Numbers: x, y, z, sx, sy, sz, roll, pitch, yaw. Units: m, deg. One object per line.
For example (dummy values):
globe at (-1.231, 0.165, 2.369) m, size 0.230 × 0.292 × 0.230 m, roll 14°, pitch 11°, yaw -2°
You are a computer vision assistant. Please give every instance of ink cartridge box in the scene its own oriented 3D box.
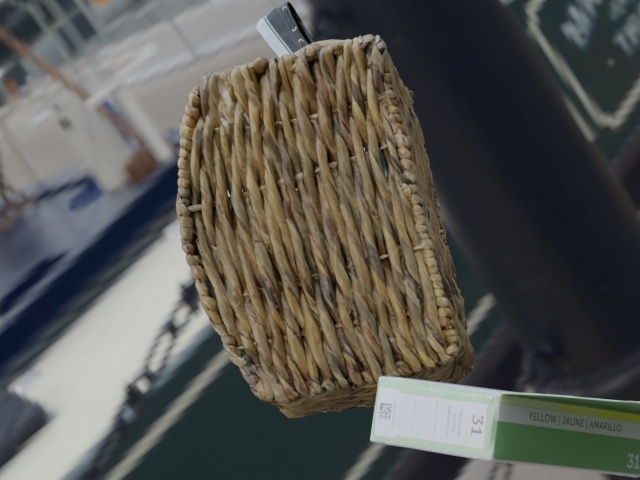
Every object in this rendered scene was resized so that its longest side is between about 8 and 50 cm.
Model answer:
ink cartridge box at (0.176, 0.134, 1.206) m, size 0.235 × 0.171 × 0.056 m, roll 4°, pitch 84°, yaw 48°

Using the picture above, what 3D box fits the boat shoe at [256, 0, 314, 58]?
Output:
boat shoe at (-0.008, -0.171, 1.635) m, size 0.040 × 0.142 × 0.049 m, roll -45°, pitch -23°, yaw 12°

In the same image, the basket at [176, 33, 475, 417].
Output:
basket at (0.000, 0.000, 1.509) m, size 0.213 × 0.299 × 0.223 m, roll -15°, pitch -9°, yaw 7°
